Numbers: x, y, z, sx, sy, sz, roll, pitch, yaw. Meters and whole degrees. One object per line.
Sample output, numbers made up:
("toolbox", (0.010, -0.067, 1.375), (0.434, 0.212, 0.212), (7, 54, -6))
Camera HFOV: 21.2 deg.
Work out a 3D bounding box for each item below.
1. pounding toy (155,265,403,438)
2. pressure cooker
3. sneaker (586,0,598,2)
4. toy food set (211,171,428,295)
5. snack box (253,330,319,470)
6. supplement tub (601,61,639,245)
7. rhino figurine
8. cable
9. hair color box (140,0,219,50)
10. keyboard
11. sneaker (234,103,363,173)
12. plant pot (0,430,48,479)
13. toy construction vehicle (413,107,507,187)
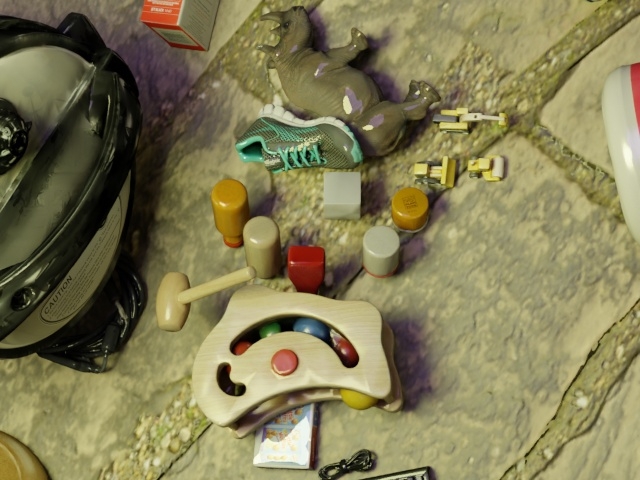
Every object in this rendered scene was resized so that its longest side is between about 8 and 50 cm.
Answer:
("pounding toy", (-0.055, 0.121, 1.759), (0.270, 0.155, 0.154), (8, 74, 15))
("pressure cooker", (-0.399, -0.061, 1.789), (0.420, 0.375, 0.369), (11, 102, 31))
("sneaker", (0.214, -0.335, 1.852), (0.091, 0.094, 0.258), (-49, 62, 22))
("toy food set", (0.000, 0.000, 1.847), (0.232, 0.104, 0.111), (-1, 62, 0))
("snack box", (-0.033, 0.157, 1.841), (0.064, 0.022, 0.178), (1, 77, 17))
("supplement tub", (0.424, -0.102, 1.658), (0.272, 0.191, 0.191), (-12, 74, 15))
("rhino figurine", (0.015, -0.182, 1.881), (0.243, 0.073, 0.106), (40, 89, 24))
("cable", (-0.293, 0.063, 1.939), (0.184, 0.047, 0.150), (18, 83, 22))
("hair color box", (-0.149, -0.312, 1.956), (0.053, 0.093, 0.167), (10, 80, 20))
("keyboard", (0.030, 0.276, 1.791), (0.180, 0.023, 0.108), (-13, 73, 15))
("sneaker", (-0.026, -0.096, 1.850), (0.166, 0.065, 0.076), (14, 46, 45))
("plant pot", (-0.415, 0.285, 1.865), (0.236, 0.032, 0.236), (-1, 46, 1))
("toy construction vehicle", (0.149, -0.100, 1.834), (0.098, 0.035, 0.086), (5, 79, 20))
